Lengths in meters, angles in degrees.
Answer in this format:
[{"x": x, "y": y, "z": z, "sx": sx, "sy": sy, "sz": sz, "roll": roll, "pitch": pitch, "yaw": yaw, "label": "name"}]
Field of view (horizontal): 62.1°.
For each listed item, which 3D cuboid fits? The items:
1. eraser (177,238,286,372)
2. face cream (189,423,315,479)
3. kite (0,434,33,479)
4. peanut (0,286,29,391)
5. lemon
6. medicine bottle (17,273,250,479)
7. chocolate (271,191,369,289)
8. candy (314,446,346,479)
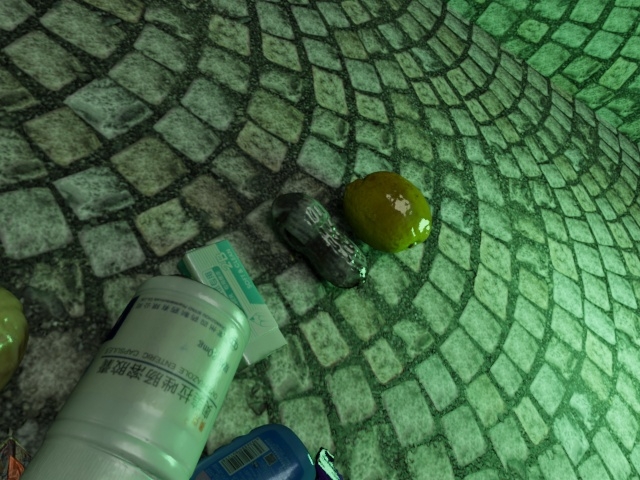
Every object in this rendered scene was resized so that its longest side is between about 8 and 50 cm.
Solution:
[{"x": -0.158, "y": 0.111, "z": 0.944, "sx": 0.096, "sy": 0.052, "sz": 0.225, "roll": -23, "pitch": 78, "yaw": -43, "label": "eraser"}, {"x": -0.133, "y": 0.380, "z": 0.775, "sx": 0.264, "sy": 0.083, "sz": 0.149, "roll": -20, "pitch": 57, "yaw": -37, "label": "face cream"}, {"x": -0.406, "y": 0.316, "z": 0.685, "sx": 0.222, "sy": 0.008, "sz": 0.125, "roll": 7, "pitch": 58, "yaw": -32, "label": "kite"}, {"x": -0.506, "y": 0.176, "z": 0.572, "sx": 0.169, "sy": 0.192, "sz": 0.387, "roll": 55, "pitch": 47, "yaw": -5, "label": "peanut"}, {"x": 0.148, "y": -0.065, "z": 1.188, "sx": 0.207, "sy": 0.170, "sz": 0.170, "roll": 48, "pitch": 48, "yaw": 6, "label": "lemon"}, {"x": -0.239, "y": 0.230, "z": 0.724, "sx": 0.190, "sy": 0.190, "sz": 0.332, "roll": 33, "pitch": 49, "yaw": -15, "label": "medicine bottle"}, {"x": 0.000, "y": 0.000, "z": 1.084, "sx": 0.248, "sy": 0.110, "sz": 0.110, "roll": 49, "pitch": 48, "yaw": -5, "label": "chocolate"}, {"x": -0.003, "y": 0.481, "z": 0.828, "sx": 0.145, "sy": 0.070, "sz": 0.275, "roll": 45, "pitch": 43, "yaw": -14, "label": "candy"}]
